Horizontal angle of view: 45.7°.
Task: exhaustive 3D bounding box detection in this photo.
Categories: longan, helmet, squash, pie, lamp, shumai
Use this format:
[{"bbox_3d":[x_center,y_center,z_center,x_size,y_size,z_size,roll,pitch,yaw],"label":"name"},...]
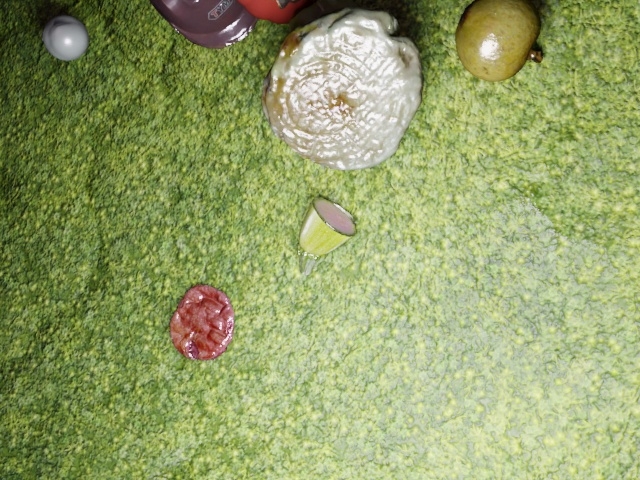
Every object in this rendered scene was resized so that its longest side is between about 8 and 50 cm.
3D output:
[{"bbox_3d":[0.321,-0.355,1.337,0.176,0.145,0.154,30,120,-14],"label":"longan"},{"bbox_3d":[-0.269,-0.564,1.603,0.225,0.177,0.305,-45,65,6],"label":"helmet"},{"bbox_3d":[-0.009,-0.002,1.431,0.132,0.105,0.105,-50,64,26],"label":"squash"},{"bbox_3d":[-0.232,0.165,1.506,0.154,0.038,0.153,-5,74,20],"label":"pie"},{"bbox_3d":[-0.589,-0.468,1.752,0.105,0.105,0.105,-5,77,22],"label":"lamp"},{"bbox_3d":[0.047,-0.324,1.441,0.310,0.304,0.263,-20,38,19],"label":"shumai"},{"bbox_3d":[-0.076,-0.543,1.495,0.227,0.227,0.226,-5,77,22],"label":"lamp"}]
